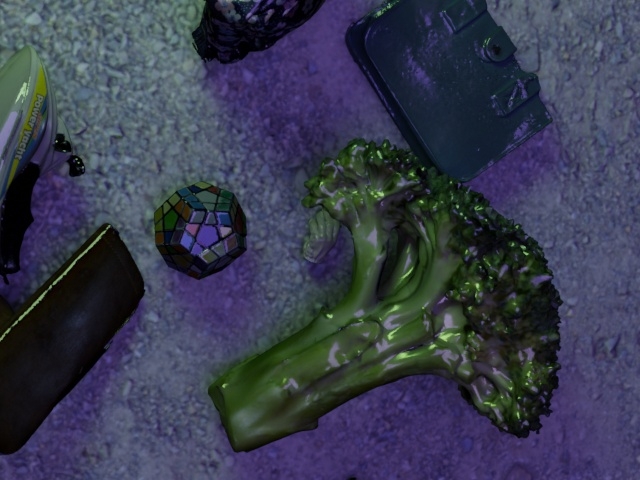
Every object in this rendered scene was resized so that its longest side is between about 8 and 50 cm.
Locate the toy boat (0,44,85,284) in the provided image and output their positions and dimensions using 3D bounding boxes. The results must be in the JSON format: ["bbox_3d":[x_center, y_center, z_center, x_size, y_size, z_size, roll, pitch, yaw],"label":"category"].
[{"bbox_3d":[-0.334,-0.064,1.294,0.141,0.141,0.269,32,87,-18],"label":"toy boat"}]

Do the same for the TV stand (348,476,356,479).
[{"bbox_3d":[-0.042,0.401,1.470,0.269,0.088,0.082,-32,104,-8],"label":"TV stand"}]

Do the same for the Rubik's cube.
[{"bbox_3d":[-0.135,-0.011,1.375,0.111,0.111,0.093,-36,81,-7],"label":"Rubik's cube"}]

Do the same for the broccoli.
[{"bbox_3d":[0.099,0.124,1.403,0.353,0.275,0.397,30,93,12],"label":"broccoli"}]

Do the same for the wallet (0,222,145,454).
[{"bbox_3d":[-0.288,0.111,1.318,0.255,0.031,0.137,-49,142,-25],"label":"wallet"}]

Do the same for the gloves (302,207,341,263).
[{"bbox_3d":[0.002,0.000,1.449,0.044,0.037,0.081,10,91,-52],"label":"gloves"}]

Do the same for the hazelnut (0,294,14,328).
[{"bbox_3d":[-0.370,0.098,1.341,0.086,0.086,0.086,-2,100,-15],"label":"hazelnut"}]

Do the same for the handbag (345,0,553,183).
[{"bbox_3d":[0.158,-0.198,1.442,0.179,0.062,0.229,-35,106,-8],"label":"handbag"}]

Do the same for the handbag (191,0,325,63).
[{"bbox_3d":[-0.048,-0.288,1.299,0.127,0.208,0.228,37,81,-3],"label":"handbag"}]
